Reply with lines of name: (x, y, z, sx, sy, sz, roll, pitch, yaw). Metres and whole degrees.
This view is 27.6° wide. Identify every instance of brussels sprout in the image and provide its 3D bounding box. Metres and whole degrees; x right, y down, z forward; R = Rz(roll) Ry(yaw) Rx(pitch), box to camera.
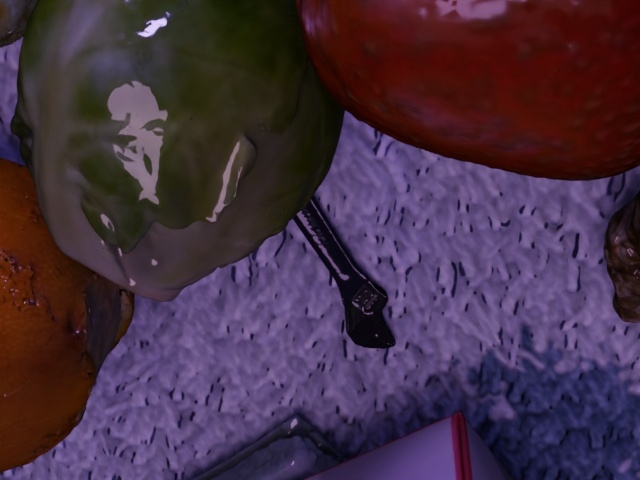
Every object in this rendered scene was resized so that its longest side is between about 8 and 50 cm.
brussels sprout: (-0.093, -0.088, 0.858, 0.244, 0.244, 0.244, 4, 115, 8)

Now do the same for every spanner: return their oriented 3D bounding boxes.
spanner: (0.000, 0.000, 0.998, 0.046, 0.012, 0.208, -27, 107, 20)

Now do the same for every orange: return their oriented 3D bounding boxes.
orange: (-0.258, 0.055, 0.945, 0.240, 0.240, 0.240, 4, 115, 8)

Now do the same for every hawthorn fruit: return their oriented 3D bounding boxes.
hawthorn fruit: (0.105, -0.170, 0.761, 0.300, 0.275, 0.275, 5, 116, -11)

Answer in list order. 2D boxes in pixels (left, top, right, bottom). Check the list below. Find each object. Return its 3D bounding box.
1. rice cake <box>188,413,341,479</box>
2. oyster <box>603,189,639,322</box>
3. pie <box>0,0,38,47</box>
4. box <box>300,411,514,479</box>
rice cake: (-0.128, 0.256, 1.107, 0.336, 0.063, 0.066, -33, 112, 20)
oyster: (0.279, -0.084, 0.827, 0.111, 0.204, 0.396, 43, 116, 24)
pie: (-0.227, -0.223, 0.876, 0.187, 0.041, 0.186, 4, 97, 36)
box: (0.055, 0.369, 0.966, 0.312, 0.300, 0.314, -27, 122, 19)
